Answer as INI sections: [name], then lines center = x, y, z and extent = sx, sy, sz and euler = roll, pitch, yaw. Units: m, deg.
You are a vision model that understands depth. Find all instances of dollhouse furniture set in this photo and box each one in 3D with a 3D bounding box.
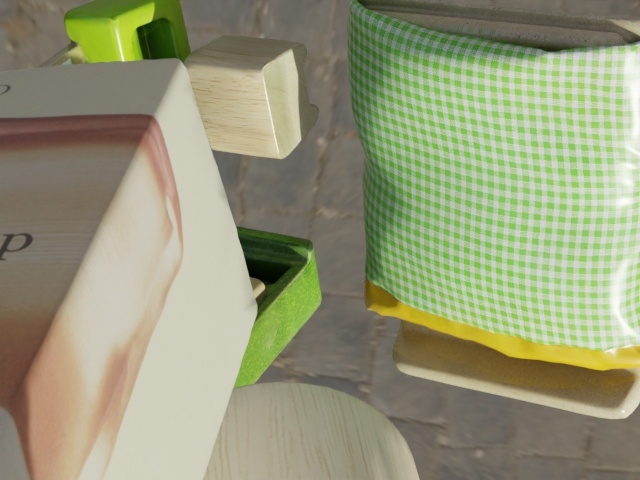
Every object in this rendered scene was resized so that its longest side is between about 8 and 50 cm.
[dollhouse furniture set]
center = 0.000, 0.000, 0.800
extent = 0.301, 0.151, 0.197
euler = 10, 126, 31

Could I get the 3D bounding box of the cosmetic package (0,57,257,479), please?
[cosmetic package]
center = -0.131, 0.065, 0.571
extent = 0.153, 0.296, 0.129
euler = -6, 121, 13

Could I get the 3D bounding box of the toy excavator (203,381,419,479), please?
[toy excavator]
center = 0.022, 0.324, 0.862
extent = 0.445, 0.222, 0.433
euler = 29, 112, -23
